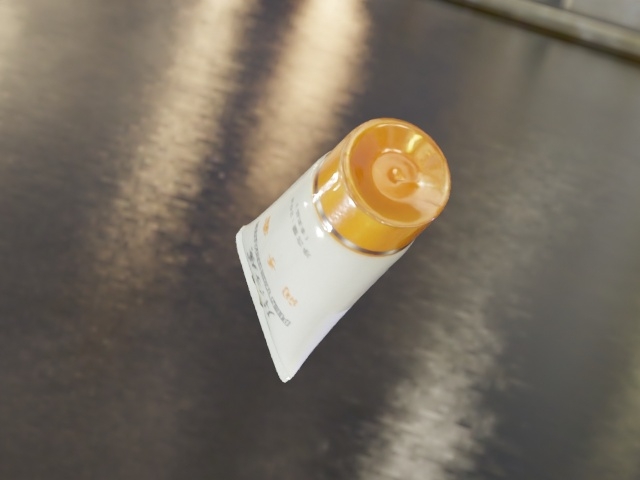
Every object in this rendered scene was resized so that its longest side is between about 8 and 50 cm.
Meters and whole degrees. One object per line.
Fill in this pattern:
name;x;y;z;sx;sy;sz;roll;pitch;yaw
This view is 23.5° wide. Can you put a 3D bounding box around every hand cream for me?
hand cream;0.000;0.000;1.205;0.089;0.139;0.314;-12;-18;-23
